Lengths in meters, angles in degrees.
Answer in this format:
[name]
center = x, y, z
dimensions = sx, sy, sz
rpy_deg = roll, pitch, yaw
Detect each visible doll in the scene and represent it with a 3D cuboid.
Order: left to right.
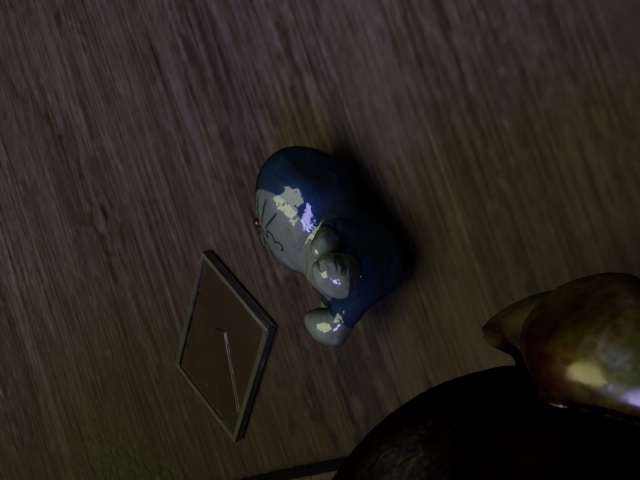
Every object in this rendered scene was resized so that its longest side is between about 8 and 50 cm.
[doll]
center = 0.000, 0.000, 0.564
dimensions = 0.083, 0.050, 0.076
rpy_deg = 53, 157, 25

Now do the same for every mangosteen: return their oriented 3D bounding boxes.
[mangosteen]
center = 0.091, 0.098, 0.387
dimensions = 0.194, 0.194, 0.231
rpy_deg = 26, 93, 46

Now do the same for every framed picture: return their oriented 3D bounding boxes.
[framed picture]
center = -0.053, 0.058, 0.692
dimensions = 0.066, 0.006, 0.089
rpy_deg = 46, 136, 33
